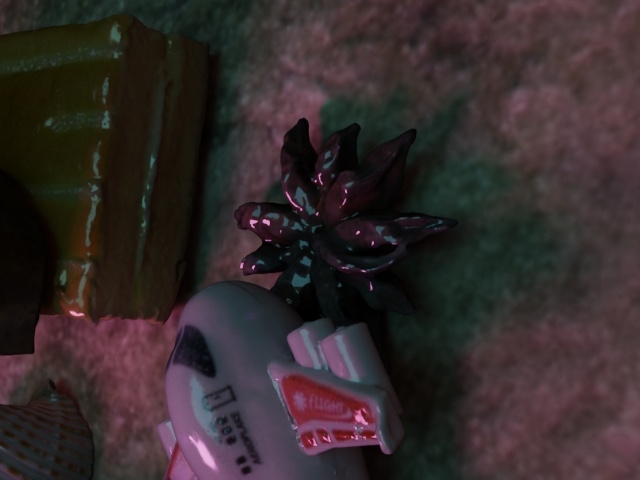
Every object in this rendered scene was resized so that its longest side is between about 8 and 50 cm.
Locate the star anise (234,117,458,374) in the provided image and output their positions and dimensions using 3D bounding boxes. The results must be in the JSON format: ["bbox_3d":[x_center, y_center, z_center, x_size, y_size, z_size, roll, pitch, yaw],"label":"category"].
[{"bbox_3d":[0.000,0.000,0.759,0.182,0.065,0.195,35,110,40],"label":"star anise"}]

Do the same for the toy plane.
[{"bbox_3d":[-0.031,0.146,0.708,0.252,0.118,0.252,9,103,45],"label":"toy plane"}]

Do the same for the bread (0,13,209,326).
[{"bbox_3d":[-0.222,-0.049,0.894,0.246,0.111,0.239,2,83,37],"label":"bread"}]

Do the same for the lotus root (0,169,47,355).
[{"bbox_3d":[-0.375,-0.010,0.776,0.267,0.260,0.149,13,95,41],"label":"lotus root"}]

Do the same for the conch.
[{"bbox_3d":[-0.266,0.195,0.895,0.135,0.102,0.153,44,107,17],"label":"conch"}]
